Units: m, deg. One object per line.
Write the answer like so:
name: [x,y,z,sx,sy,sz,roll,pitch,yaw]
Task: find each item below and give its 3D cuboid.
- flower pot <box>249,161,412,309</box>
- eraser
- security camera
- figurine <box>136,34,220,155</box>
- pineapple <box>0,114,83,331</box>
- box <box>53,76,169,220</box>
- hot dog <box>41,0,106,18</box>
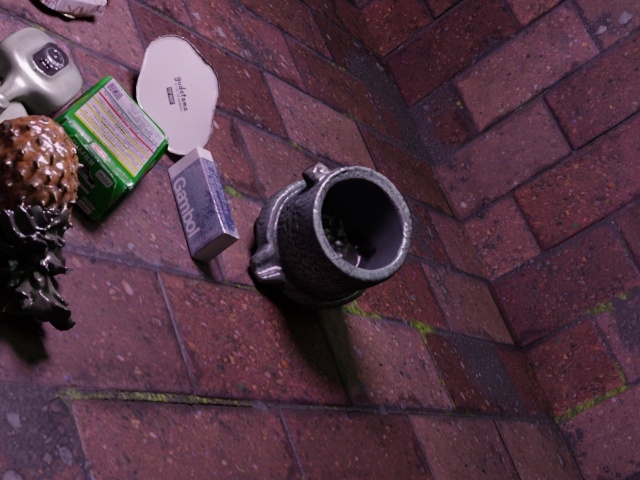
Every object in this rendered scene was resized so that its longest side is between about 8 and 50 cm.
flower pot: [0.000,0.000,1.899,0.299,0.283,0.299,8,73,-28]
eraser: [-0.226,-0.070,1.768,0.046,0.092,0.212,22,40,-51]
security camera: [-0.494,-0.249,1.505,0.157,0.080,0.301,50,27,-16]
figurine: [-0.294,-0.283,1.927,0.141,0.166,0.250,128,-40,-78]
pineapple: [-0.403,-0.019,1.328,0.170,0.141,0.310,65,11,-65]
box: [-0.371,-0.162,1.593,0.180,0.103,0.250,50,23,-16]
hot dog: [-0.496,-0.482,1.819,0.099,0.053,0.192,58,26,5]
